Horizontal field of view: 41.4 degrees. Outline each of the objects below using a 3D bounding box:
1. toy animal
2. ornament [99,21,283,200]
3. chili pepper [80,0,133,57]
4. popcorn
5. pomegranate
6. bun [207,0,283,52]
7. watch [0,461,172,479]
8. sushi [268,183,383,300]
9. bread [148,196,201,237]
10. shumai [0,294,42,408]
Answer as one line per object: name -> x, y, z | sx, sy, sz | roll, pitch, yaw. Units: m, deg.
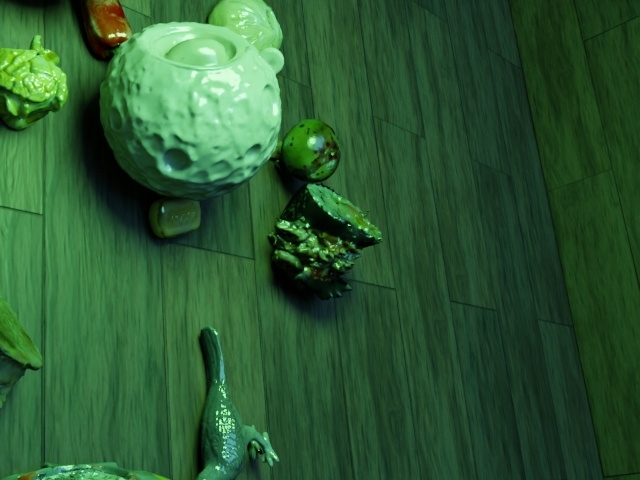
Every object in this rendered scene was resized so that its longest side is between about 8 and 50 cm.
toy animal -> -0.167, 0.359, 1.576 | 0.206, 0.081, 0.367 | 36, 45, -37
ornament -> -0.237, -0.230, 1.570 | 0.337, 0.337, 0.337 | 24, 56, -42
chili pepper -> -0.406, -0.395, 1.637 | 0.086, 0.084, 0.192 | -13, 80, -19
popcorn -> -0.499, -0.267, 1.424 | 0.135, 0.141, 0.162 | 24, 95, -45
pomegranate -> -0.036, -0.194, 1.913 | 0.148, 0.169, 0.148 | 24, 56, -41
bun -> -0.156, -0.476, 1.935 | 0.193, 0.128, 0.178 | 9, 65, -50
watch -> -0.330, 0.474, 1.244 | 0.305, 0.241, 0.274 | 14, 80, -49
sushi -> -0.003, 0.005, 1.860 | 0.238, 0.219, 0.225 | 25, 14, -10
bread -> -0.285, -0.049, 1.640 | 0.115, 0.056, 0.082 | -24, 115, -49
shumai -> -0.504, 0.152, 1.249 | 0.120, 0.201, 0.201 | -40, 110, -8
